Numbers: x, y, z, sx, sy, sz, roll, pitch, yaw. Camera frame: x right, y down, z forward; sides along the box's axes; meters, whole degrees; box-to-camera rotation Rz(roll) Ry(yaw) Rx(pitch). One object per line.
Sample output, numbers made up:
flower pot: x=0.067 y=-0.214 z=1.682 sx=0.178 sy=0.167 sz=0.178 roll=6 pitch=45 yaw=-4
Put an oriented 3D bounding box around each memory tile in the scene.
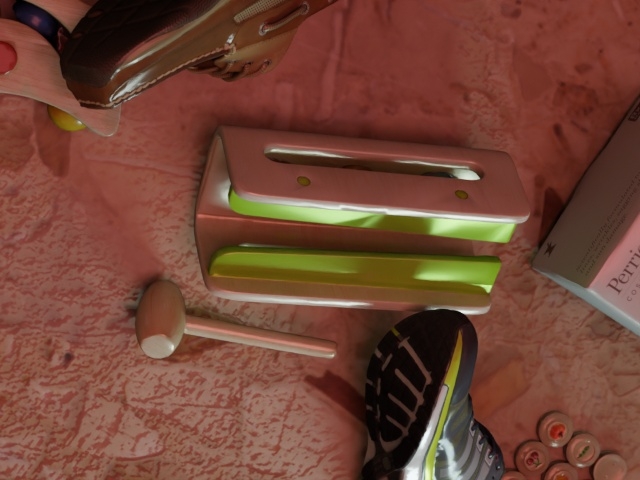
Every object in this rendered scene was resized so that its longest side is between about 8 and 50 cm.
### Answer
memory tile: x=0.227 y=0.252 z=1.649 sx=0.113 sy=0.012 sz=0.148 roll=38 pitch=91 yaw=-17

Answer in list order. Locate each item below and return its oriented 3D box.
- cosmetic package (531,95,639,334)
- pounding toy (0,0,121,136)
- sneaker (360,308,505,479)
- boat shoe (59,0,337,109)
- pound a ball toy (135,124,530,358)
cosmetic package: x=0.423 y=0.043 z=1.576 sx=0.385 sy=0.156 sz=0.217 roll=31 pitch=91 yaw=-18
pounding toy: x=-0.283 y=-0.163 z=1.373 sx=0.269 sy=0.155 sz=0.154 roll=27 pitch=90 yaw=-17
sneaker: x=0.111 y=0.180 z=1.539 sx=0.121 sy=0.111 sz=0.300 roll=-12 pitch=132 yaw=-24
boat shoe: x=-0.069 y=-0.193 z=1.395 sx=0.324 sy=0.122 sz=0.120 roll=-39 pitch=125 yaw=-29
pound a ball toy: x=0.000 y=0.000 z=1.502 sx=0.319 sy=0.135 sz=0.208 roll=4 pitch=130 yaw=-17
